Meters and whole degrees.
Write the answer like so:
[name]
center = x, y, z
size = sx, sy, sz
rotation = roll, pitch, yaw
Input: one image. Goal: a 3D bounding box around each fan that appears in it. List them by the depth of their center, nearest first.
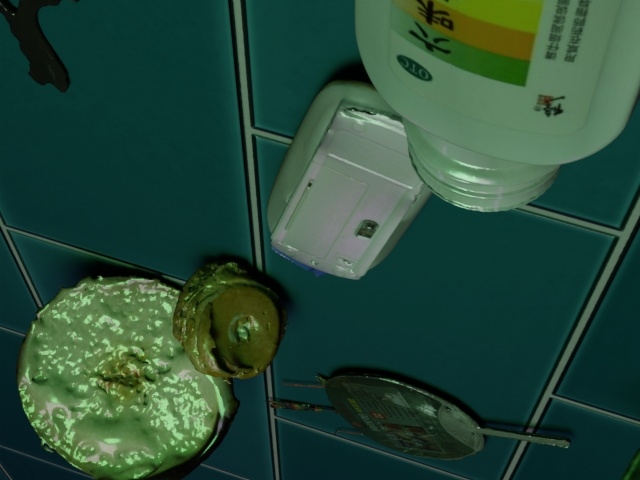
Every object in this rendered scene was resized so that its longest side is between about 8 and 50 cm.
[fan]
center = 0.143, 0.239, 1.302
size = 0.294, 0.012, 0.223
rotation = 18, 150, 8

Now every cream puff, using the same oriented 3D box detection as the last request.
[cream puff]
center = -0.103, 0.087, 1.133
size = 0.133, 0.119, 0.104
rotation = 60, 159, -10

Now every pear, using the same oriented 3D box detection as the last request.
[pear]
center = -0.224, 0.159, 1.280
size = 0.266, 0.267, 0.178
rotation = 22, -178, -1

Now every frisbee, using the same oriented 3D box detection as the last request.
[frisbee]
center = -0.251, -0.188, 0.875
size = 0.210, 0.012, 0.187
rotation = 10, 149, 18

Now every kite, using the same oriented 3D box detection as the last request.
[kite]
center = 0.032, 0.225, 1.370
size = 0.244, 0.006, 0.198
rotation = -4, 142, 36

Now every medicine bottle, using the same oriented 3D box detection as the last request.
[medicine bottle]
center = 0.111, -0.149, 0.595
size = 0.179, 0.124, 0.324
rotation = 22, 153, 14

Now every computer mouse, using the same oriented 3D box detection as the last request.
[computer mouse]
center = 0.030, -0.050, 0.870
size = 0.125, 0.056, 0.245
rotation = 22, 146, -4

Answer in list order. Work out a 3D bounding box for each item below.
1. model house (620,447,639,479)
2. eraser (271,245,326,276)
[model house]
center = 0.427, 0.256, 1.041
size = 0.214, 0.195, 0.189
rotation = 22, 178, 29
[eraser]
center = 0.000, 0.000, 1.003
size = 0.063, 0.027, 0.084
rotation = 31, 148, -18
